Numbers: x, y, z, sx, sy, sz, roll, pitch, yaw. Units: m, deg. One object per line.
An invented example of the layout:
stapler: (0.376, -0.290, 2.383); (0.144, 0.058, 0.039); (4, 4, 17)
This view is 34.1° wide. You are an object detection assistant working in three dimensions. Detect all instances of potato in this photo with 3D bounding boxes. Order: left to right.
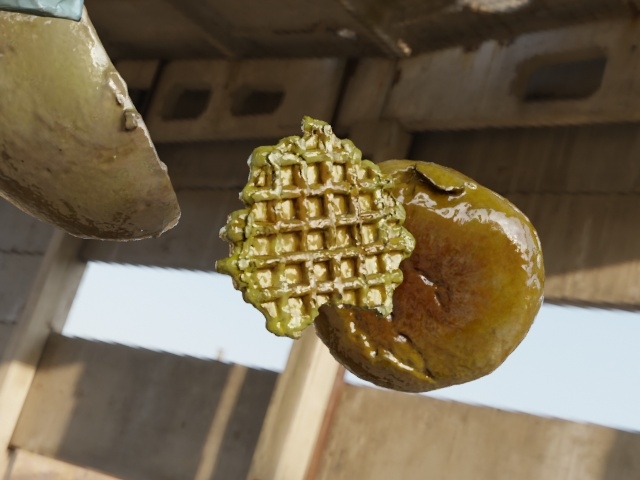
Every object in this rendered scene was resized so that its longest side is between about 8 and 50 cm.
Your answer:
potato: (-0.297, -0.111, 1.137); (0.264, 0.189, 0.211); (58, -15, 13)

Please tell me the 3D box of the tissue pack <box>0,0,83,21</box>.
tissue pack: (-0.261, -0.311, 0.801); (0.177, 0.263, 0.089); (10, 10, 18)

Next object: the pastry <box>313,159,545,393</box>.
pastry: (0.141, 0.050, 1.470); (0.355, 0.356, 0.164); (16, 4, 2)

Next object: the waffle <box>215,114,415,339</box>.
waffle: (-0.001, 0.000, 1.277); (0.291, 0.291, 0.051); (27, -14, -33)
